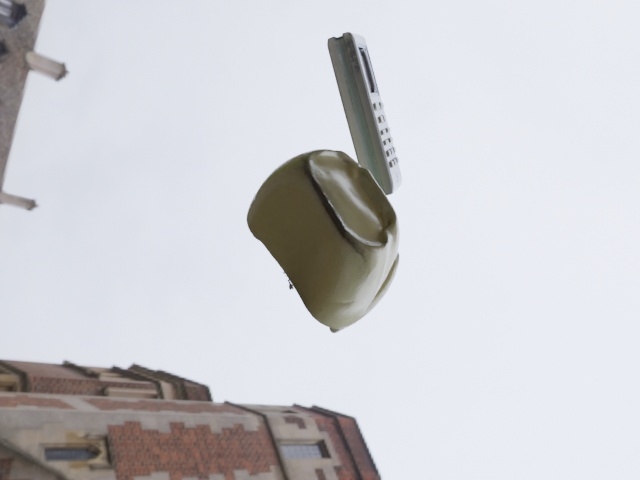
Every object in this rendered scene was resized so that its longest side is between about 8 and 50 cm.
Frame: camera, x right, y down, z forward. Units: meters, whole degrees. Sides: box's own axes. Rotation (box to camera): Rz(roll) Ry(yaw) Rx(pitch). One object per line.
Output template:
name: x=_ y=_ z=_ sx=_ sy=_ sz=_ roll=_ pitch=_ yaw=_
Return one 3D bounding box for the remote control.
remote control: x=0.083 y=-0.218 z=1.095 sx=0.055 sy=0.103 sz=0.277 roll=-12 pitch=-80 yaw=19

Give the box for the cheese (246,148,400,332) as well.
cheese: x=0.000 y=0.000 z=0.957 sx=0.233 sy=0.127 sz=0.266 roll=-53 pitch=-124 yaw=36
